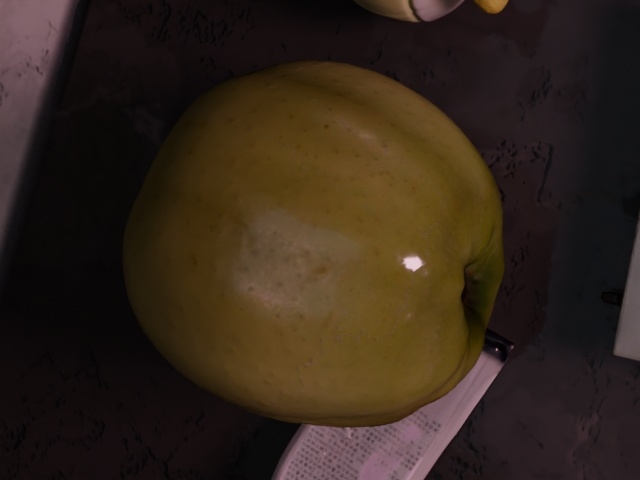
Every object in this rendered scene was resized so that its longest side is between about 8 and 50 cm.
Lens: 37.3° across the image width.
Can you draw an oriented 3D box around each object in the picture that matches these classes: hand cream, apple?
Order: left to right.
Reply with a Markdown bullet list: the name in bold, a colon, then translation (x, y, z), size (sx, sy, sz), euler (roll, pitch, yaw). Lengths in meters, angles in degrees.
- **apple**: translation (0.000, 0.000, 0.691), size (0.279, 0.279, 0.279), euler (0, 89, 22)
- **hand cream**: translation (0.023, 0.196, 0.793), size (0.121, 0.076, 0.336), euler (32, 95, 14)

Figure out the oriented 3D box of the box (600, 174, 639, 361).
- **box**: translation (0.323, -0.031, 0.677), size (0.210, 0.045, 0.270), euler (9, 93, 22)

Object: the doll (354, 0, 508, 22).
- **doll**: translation (0.029, -0.262, 0.760), size (0.296, 0.117, 0.141), euler (24, 95, 20)
